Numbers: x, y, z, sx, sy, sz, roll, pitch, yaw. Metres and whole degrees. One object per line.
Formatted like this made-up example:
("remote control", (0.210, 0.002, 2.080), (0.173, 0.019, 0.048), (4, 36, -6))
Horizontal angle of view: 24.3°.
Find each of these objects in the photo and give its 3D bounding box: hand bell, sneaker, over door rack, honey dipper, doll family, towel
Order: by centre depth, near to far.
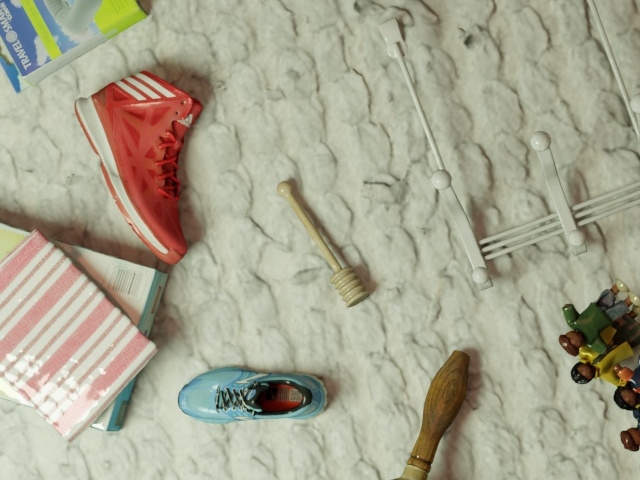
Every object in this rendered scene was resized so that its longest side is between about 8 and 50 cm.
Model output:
("doll family", (0.321, 0.137, 1.544), (0.111, 0.076, 0.193), (-43, 82, -3))
("hand bell", (0.108, 0.228, 1.562), (0.126, 0.126, 0.242), (20, 75, 11))
("over door rack", (0.218, -0.138, 1.577), (0.240, 0.108, 0.324), (-20, 80, 5))
("sneaker", (-0.077, 0.165, 1.600), (0.162, 0.073, 0.063), (-4, 83, 8))
("towel", (-0.288, 0.102, 1.604), (0.197, 0.029, 0.144), (44, 91, 8))
("honey dipper", (0.000, 0.000, 1.633), (0.030, 0.030, 0.160), (-33, 76, 4))
("sneaker", (-0.174, -0.093, 1.642), (0.128, 0.087, 0.221), (-30, 81, 5))

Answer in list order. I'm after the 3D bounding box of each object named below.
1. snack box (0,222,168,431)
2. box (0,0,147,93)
("snack box", (-0.352, 0.079, 1.660), (0.322, 0.060, 0.187), (16, 86, 10))
("box", (-0.302, -0.259, 1.704), (0.178, 0.042, 0.109), (-30, 79, 3))
